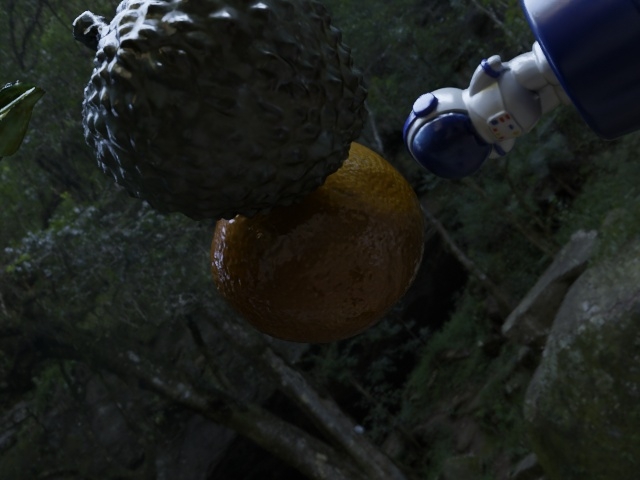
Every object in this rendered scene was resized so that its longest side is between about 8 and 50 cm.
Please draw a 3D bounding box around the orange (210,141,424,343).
[{"bbox_3d":[0.000,0.000,0.807,0.264,0.264,0.264,-36,-26,-20],"label":"orange"}]

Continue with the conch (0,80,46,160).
[{"bbox_3d":[-0.571,-0.202,1.176,0.201,0.095,0.079,-57,-13,2],"label":"conch"}]

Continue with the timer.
[{"bbox_3d":[0.293,-0.212,0.943,0.383,0.270,0.270,-31,-15,30],"label":"timer"}]

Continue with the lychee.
[{"bbox_3d":[-0.094,-0.141,0.618,0.274,0.255,0.255,20,-61,-23],"label":"lychee"}]
